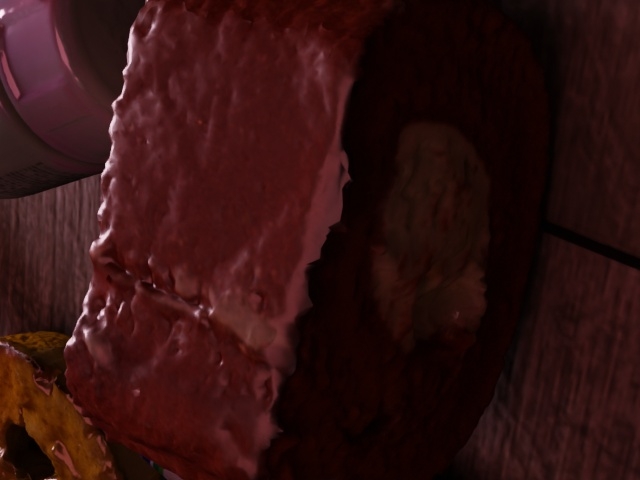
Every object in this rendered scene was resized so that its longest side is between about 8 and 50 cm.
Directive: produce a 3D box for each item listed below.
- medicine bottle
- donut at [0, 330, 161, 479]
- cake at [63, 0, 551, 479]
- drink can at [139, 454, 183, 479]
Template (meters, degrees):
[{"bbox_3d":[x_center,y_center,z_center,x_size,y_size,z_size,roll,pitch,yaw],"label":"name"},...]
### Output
[{"bbox_3d":[-0.149,-0.100,0.829,0.168,0.135,0.135,-13,95,45],"label":"medicine bottle"},{"bbox_3d":[-0.177,0.136,0.987,0.178,0.065,0.162,22,123,34],"label":"donut"},{"bbox_3d":[0.000,0.000,0.696,0.151,0.177,0.283,20,105,35],"label":"cake"},{"bbox_3d":[-0.006,0.141,0.810,0.235,0.097,0.097,34,125,28],"label":"drink can"}]
